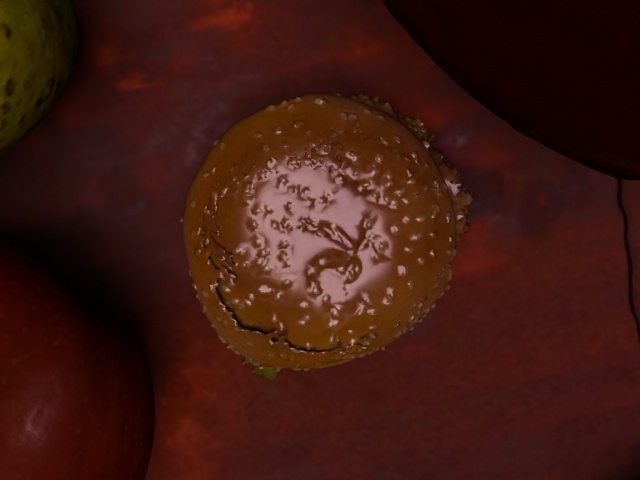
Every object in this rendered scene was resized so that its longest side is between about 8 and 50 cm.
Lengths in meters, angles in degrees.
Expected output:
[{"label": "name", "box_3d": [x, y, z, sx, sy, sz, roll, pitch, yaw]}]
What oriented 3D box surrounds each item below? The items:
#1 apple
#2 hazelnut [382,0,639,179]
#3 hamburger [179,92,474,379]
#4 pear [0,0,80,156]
[{"label": "apple", "box_3d": [-0.227, 0.107, 0.494, 0.260, 0.260, 0.216, 32, 71, -5]}, {"label": "hazelnut", "box_3d": [0.205, -0.227, 0.406, 0.421, 0.353, 0.420, -7, 69, 18]}, {"label": "hamburger", "box_3d": [0.007, -0.006, 0.548, 0.191, 0.118, 0.181, -10, 103, -3]}, {"label": "pear", "box_3d": [-0.276, -0.094, 0.493, 0.255, 0.238, 0.164, -19, 96, -22]}]
